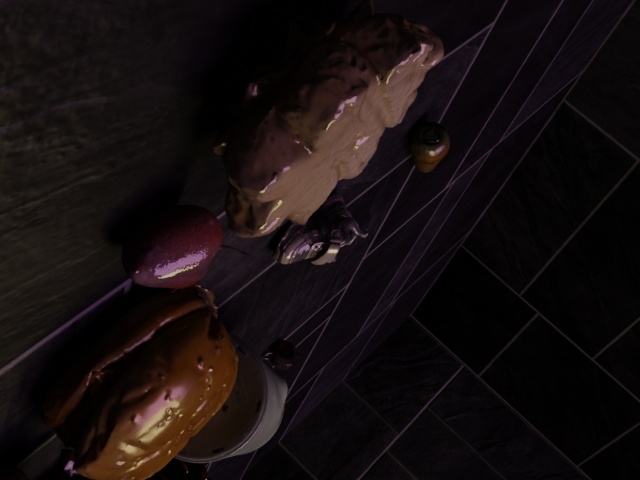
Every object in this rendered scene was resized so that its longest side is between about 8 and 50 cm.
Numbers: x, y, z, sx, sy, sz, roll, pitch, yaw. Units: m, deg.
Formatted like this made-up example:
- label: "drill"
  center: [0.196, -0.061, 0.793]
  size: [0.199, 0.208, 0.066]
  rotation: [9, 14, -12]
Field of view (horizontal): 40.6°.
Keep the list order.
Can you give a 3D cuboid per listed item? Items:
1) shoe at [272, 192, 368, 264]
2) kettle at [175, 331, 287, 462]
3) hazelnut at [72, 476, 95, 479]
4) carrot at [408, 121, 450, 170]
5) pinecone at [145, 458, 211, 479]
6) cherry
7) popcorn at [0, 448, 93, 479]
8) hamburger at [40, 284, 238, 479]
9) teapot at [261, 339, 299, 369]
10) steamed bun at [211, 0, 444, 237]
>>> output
- label: "shoe"
  center: [0.000, 0.000, 1.464]
  size: [0.180, 0.092, 0.089]
  rotation: [-38, 164, -37]
- label: "kettle"
  center: [-0.192, 0.287, 1.461]
  size: [0.265, 0.205, 0.318]
  rotation: [-49, 170, -7]
- label: "hazelnut"
  center: [-0.383, 0.473, 1.407]
  size: [0.229, 0.229, 0.229]
  rotation: [-45, 167, -13]
- label: "carrot"
  center: [0.215, -0.170, 1.731]
  size: [0.078, 0.078, 0.298]
  rotation: [-47, 171, -1]
- label: "pinecone"
  center: [-0.322, 0.515, 1.648]
  size: [0.272, 0.224, 0.224]
  rotation: [-20, 152, -41]
- label: "cherry"
  center: [-0.163, 0.005, 0.969]
  size: [0.106, 0.087, 0.126]
  rotation: [-45, 151, 19]
- label: "popcorn"
  center: [-0.385, 0.453, 1.155]
  size: [0.297, 0.281, 0.316]
  rotation: [-2, 118, -22]
- label: "hamburger"
  center: [-0.226, 0.194, 1.168]
  size: [0.318, 0.158, 0.318]
  rotation: [-47, 168, -13]
- label: "teapot"
  center: [-0.093, 0.273, 2.041]
  size: [0.100, 0.068, 0.045]
  rotation: [3, 141, -26]
- label: "steamed bun"
  center: [-0.014, -0.137, 0.931]
  size: [0.292, 0.137, 0.295]
  rotation: [-40, 171, -35]
